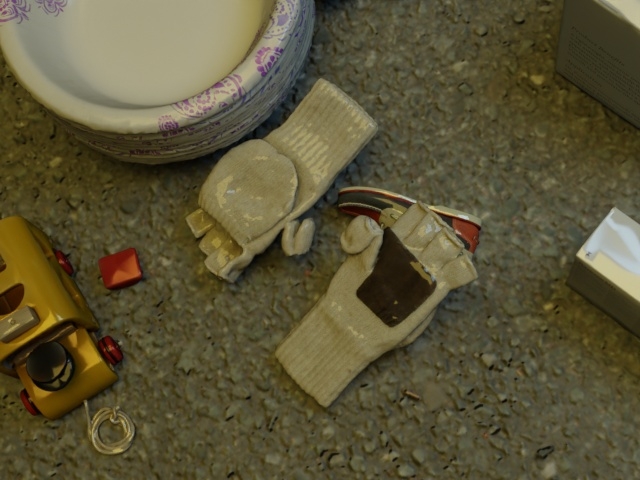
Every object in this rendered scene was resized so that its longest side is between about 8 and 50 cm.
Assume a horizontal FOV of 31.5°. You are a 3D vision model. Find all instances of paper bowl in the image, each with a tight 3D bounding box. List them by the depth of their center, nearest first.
[{"bbox_3d":[-0.146,-0.210,1.060,0.284,0.148,0.284,-2,74,7],"label":"paper bowl"}]

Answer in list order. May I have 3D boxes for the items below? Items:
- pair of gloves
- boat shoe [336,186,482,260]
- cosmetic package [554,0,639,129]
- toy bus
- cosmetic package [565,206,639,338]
[{"bbox_3d":[0.000,0.000,1.005,0.204,0.042,0.240,-40,77,13],"label":"pair of gloves"},{"bbox_3d":[0.078,-0.015,1.030,0.137,0.049,0.043,16,80,7],"label":"boat shoe"},{"bbox_3d":[0.309,-0.197,0.976,0.151,0.183,0.151,39,83,15],"label":"cosmetic package"},{"bbox_3d":[-0.258,0.078,1.019,0.202,0.104,0.190,10,77,11],"label":"toy bus"},{"bbox_3d":[0.322,0.074,0.945,0.239,0.099,0.060,38,83,15],"label":"cosmetic package"}]
